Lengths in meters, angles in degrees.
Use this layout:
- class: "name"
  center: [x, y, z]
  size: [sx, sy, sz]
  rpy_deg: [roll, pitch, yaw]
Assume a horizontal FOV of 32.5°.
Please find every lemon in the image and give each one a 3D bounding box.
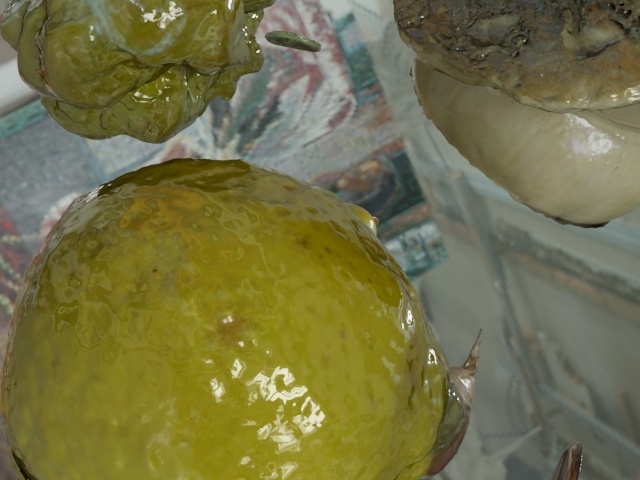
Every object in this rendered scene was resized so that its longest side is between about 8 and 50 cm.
- class: "lemon"
  center: [-0.073, 0.105, 0.903]
  size: [0.387, 0.349, 0.349]
  rpy_deg: [10, -31, 12]

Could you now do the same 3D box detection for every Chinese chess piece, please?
- class: "Chinese chess piece"
  center: [0.198, -0.125, 0.956]
  size: [0.249, 0.250, 0.103]
  rpy_deg: [54, -52, 27]

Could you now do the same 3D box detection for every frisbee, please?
- class: "frisbee"
  center: [0.337, 0.412, 1.602]
  size: [0.021, 0.250, 0.251]
  rpy_deg: [18, -23, 8]

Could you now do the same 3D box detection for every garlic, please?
- class: "garlic"
  center: [0.151, 0.217, 1.401]
  size: [0.090, 0.198, 0.128]
  rpy_deg: [34, -28, 24]

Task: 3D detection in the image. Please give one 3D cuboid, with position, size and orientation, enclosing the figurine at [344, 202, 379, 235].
- class: "figurine"
  center: [0.000, 0.000, 1.491]
  size: [0.156, 0.131, 0.246]
  rpy_deg: [55, 20, 15]

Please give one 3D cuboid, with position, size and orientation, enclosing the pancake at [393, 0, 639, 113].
- class: "pancake"
  center: [0.194, -0.202, 0.834]
  size: [0.282, 0.282, 0.049]
  rpy_deg: [50, -11, 41]

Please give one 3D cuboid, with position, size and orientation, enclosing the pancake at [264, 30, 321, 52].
- class: "pancake"
  center: [-0.047, -0.340, 1.869]
  size: [0.108, 0.108, 0.017]
  rpy_deg: [-167, -92, -73]

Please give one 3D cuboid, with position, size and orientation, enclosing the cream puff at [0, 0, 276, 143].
- class: "cream puff"
  center: [-0.174, -0.260, 1.236]
  size: [0.275, 0.378, 0.378]
  rpy_deg: [43, -3, -29]
